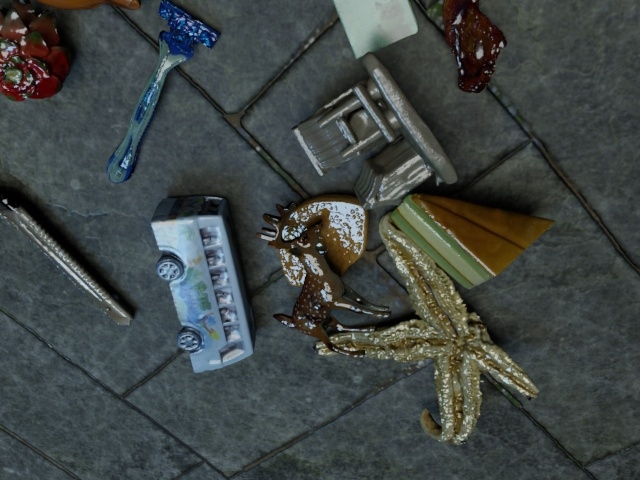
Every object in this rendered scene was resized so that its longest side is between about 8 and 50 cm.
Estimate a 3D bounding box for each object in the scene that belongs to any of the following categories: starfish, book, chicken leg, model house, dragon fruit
[{"bbox_3d":[0.174,0.182,1.010,0.432,0.082,0.324,44,123,-8],"label":"starfish"},{"bbox_3d":[0.071,-0.336,0.769,0.103,0.017,0.134,-18,115,18],"label":"book"},{"bbox_3d":[0.205,-0.301,0.752,0.093,0.053,0.205,-22,123,-6],"label":"chicken leg"},{"bbox_3d":[0.072,-0.144,0.817,0.188,0.122,0.229,-29,117,26],"label":"model house"},{"bbox_3d":[-0.441,-0.278,0.822,0.130,0.121,0.141,1,96,-27],"label":"dragon fruit"}]

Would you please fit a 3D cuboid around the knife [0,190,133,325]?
[{"bbox_3d":[-0.486,0.034,1.048,0.089,0.043,0.365,-10,126,51],"label":"knife"}]

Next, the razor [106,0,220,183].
[{"bbox_3d":[-0.274,-0.207,0.871,0.093,0.056,0.324,31,119,-11],"label":"razor"}]

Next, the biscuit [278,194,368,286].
[{"bbox_3d":[0.000,0.000,0.951,0.142,0.029,0.220,37,124,-1],"label":"biscuit"}]

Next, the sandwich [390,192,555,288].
[{"bbox_3d":[0.231,-0.032,0.867,0.187,0.144,0.117,44,160,5],"label":"sandwich"}]

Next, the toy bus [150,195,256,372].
[{"bbox_3d":[-0.205,0.083,1.000,0.136,0.109,0.329,-8,119,0],"label":"toy bus"}]

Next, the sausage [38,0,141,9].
[{"bbox_3d":[-0.338,-0.366,0.772,0.180,0.089,0.089,10,120,1],"label":"sausage"}]

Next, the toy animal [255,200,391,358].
[{"bbox_3d":[-0.011,0.081,0.931,0.260,0.087,0.243,26,122,3],"label":"toy animal"}]
